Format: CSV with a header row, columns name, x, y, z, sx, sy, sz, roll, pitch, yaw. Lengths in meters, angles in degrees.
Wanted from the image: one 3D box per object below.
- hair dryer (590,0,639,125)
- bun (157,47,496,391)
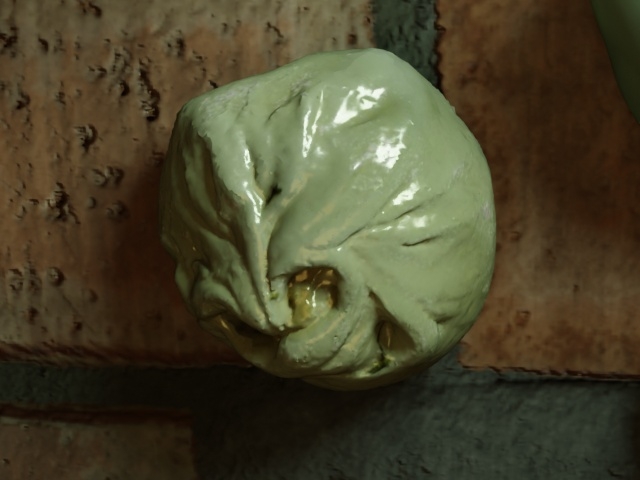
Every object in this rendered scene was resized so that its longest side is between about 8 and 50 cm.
name,x,y,z,sx,sy,sz,roll,pitch,yaw
hair dryer,0.317,-0.101,0.904,0.298,0.119,0.295,-18,115,1
bun,0.000,0.000,0.958,0.231,0.133,0.231,3,115,6
